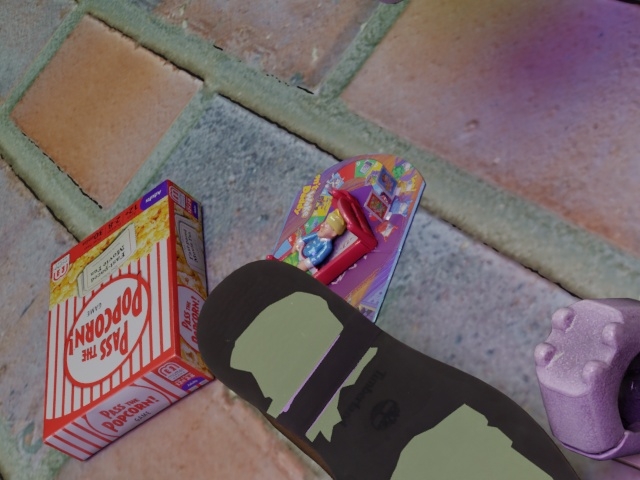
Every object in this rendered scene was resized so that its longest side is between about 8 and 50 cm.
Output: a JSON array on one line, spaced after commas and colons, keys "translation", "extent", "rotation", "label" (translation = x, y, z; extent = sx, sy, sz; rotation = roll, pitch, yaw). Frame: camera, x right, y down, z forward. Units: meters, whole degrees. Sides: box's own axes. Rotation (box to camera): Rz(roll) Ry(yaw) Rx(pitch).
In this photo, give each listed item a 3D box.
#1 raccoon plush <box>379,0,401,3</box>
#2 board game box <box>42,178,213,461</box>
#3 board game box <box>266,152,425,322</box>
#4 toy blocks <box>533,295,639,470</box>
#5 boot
[{"translation": [0.147, -0.312, 0.692], "extent": [0.446, 0.216, 0.299], "rotation": [-38, 7, -29], "label": "raccoon plush"}, {"translation": [-0.159, 0.062, 0.942], "extent": [0.146, 0.045, 0.193], "rotation": [-34, 42, 22], "label": "board game box"}, {"translation": [0.000, 0.000, 0.840], "extent": [0.133, 0.033, 0.169], "rotation": [0, 61, 45], "label": "board game box"}, {"translation": [0.225, -0.036, 0.457], "extent": [0.309, 0.260, 0.289], "rotation": [14, 72, 49], "label": "toy blocks"}, {"translation": [0.060, 0.127, 0.640], "extent": [0.112, 0.115, 0.305], "rotation": [-45, 56, -4], "label": "boot"}]
